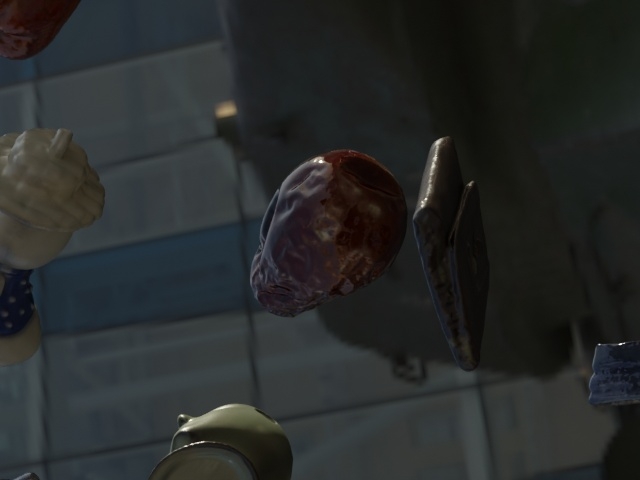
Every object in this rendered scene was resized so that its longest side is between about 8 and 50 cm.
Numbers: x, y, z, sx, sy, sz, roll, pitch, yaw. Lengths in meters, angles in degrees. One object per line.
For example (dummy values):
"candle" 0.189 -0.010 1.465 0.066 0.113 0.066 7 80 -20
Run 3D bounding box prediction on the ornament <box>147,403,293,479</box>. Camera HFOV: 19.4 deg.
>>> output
"ornament" -0.059 0.136 1.114 0.081 0.075 0.156 45 -171 2

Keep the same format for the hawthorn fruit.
"hawthorn fruit" -0.282 -0.242 1.730 0.138 0.133 0.133 -56 -38 -32

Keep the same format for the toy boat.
"toy boat" 0.437 0.143 2.055 0.127 0.283 0.078 24 -120 -70

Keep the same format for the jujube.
"jujube" 0.000 0.000 2.192 0.168 0.236 0.168 25 -139 -24

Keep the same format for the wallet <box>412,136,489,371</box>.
"wallet" 0.134 0.013 1.855 0.229 0.049 0.182 -68 -35 -69

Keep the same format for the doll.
"doll" -0.273 0.015 1.630 0.293 0.119 0.138 -60 -1 35

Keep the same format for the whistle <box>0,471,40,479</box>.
"whistle" -0.258 0.212 1.505 0.033 0.083 0.029 46 -159 -27
